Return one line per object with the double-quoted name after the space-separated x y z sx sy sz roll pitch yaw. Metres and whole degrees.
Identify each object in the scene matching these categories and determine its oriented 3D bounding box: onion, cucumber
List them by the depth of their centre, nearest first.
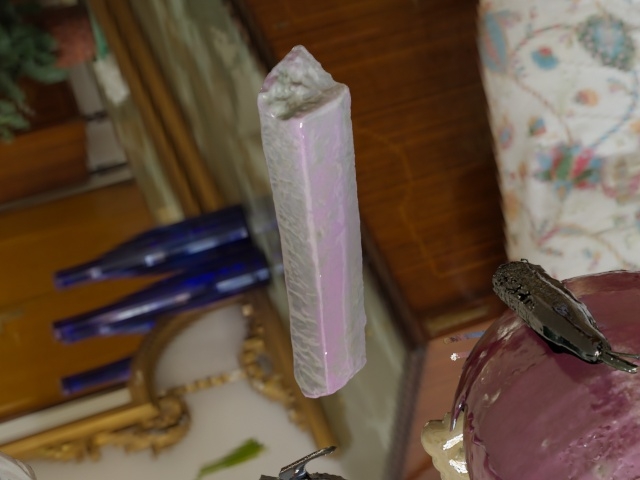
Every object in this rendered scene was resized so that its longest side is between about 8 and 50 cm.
0.152 0.052 0.884 0.163 0.043 0.039 -120 31 -69 "cucumber"
0.258 0.171 1.003 0.345 0.358 0.358 -52 40 15 "onion"

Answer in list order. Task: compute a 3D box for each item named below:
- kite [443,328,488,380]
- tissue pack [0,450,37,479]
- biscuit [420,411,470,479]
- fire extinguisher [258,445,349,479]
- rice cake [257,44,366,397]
0.303 0.157 2.059 0.015 0.245 0.141 -43 -65 -58 "kite"
-0.326 0.380 1.276 0.356 0.194 0.266 64 -177 21 "tissue pack"
0.290 0.212 1.545 0.217 0.325 0.044 57 -173 -31 "biscuit"
0.008 0.404 1.686 0.114 0.135 0.337 -52 -51 -61 "fire extinguisher"
0.000 0.000 1.191 0.056 0.072 0.365 26 140 30 "rice cake"
